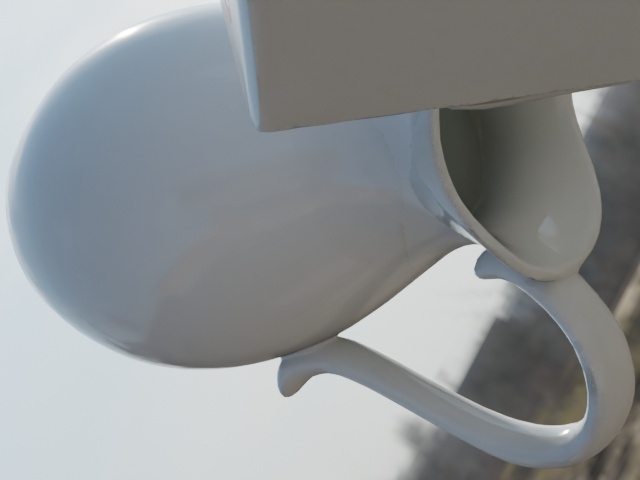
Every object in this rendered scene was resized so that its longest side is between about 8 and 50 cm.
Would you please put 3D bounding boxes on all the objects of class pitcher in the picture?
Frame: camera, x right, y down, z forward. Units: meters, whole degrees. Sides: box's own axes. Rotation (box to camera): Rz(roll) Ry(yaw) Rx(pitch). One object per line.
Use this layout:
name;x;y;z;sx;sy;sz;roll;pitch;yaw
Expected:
pitcher;0.000;0.000;0.672;0.207;0.177;0.125;-12;8;40

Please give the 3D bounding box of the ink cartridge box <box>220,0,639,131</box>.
ink cartridge box;0.053;-0.197;0.461;0.198;0.197;0.270;-105;8;-49
